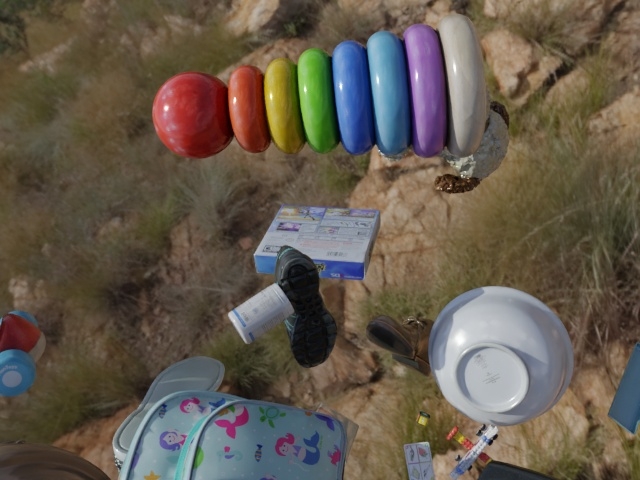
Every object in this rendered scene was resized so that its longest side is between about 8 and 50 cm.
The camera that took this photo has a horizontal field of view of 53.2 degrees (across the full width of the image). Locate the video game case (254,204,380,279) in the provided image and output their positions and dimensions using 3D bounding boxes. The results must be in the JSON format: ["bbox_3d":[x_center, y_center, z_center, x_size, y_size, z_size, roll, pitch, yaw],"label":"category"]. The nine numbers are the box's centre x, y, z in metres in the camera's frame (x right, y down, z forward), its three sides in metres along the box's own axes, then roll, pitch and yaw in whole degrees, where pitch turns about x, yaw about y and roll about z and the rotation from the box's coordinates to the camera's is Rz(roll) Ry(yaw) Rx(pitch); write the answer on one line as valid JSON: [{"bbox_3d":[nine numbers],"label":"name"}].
[{"bbox_3d":[0.000,0.000,1.598,0.269,0.061,0.244,4,34,14],"label":"video game case"}]

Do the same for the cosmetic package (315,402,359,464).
[{"bbox_3d":[-0.004,0.543,1.639,0.129,0.296,0.153,31,93,8],"label":"cosmetic package"}]

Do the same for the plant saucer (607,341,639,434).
[{"bbox_3d":[0.649,0.305,1.327,0.067,0.018,0.192,38,63,-1],"label":"plant saucer"}]

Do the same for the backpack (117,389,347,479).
[{"bbox_3d":[-0.100,0.284,0.718,0.253,0.191,0.225,15,55,-9],"label":"backpack"}]

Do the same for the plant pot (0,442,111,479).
[{"bbox_3d":[-0.234,0.289,0.494,0.109,0.237,0.238,4,64,41],"label":"plant pot"}]

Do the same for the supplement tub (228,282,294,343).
[{"bbox_3d":[-0.110,0.136,1.187,0.107,0.071,0.071,-32,49,-13],"label":"supplement tub"}]

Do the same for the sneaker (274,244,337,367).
[{"bbox_3d":[-0.034,0.130,1.276,0.101,0.268,0.106,-16,26,-15],"label":"sneaker"}]

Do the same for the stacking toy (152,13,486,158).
[{"bbox_3d":[-0.008,-0.136,0.653,0.329,0.141,0.141,-7,57,5],"label":"stacking toy"}]

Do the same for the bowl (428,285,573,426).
[{"bbox_3d":[0.347,0.251,1.273,0.297,0.134,0.298,4,102,20],"label":"bowl"}]

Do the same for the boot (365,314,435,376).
[{"bbox_3d":[0.193,0.209,1.439,0.112,0.305,0.115,20,76,33],"label":"boot"}]

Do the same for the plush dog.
[{"bbox_3d":[0.261,-0.214,1.176,0.262,0.225,0.210,-53,26,-12],"label":"plush dog"}]

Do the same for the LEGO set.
[{"bbox_3d":[0.250,0.436,1.184,0.182,0.060,0.245,-10,88,11],"label":"LEGO set"}]

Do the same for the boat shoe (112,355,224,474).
[{"bbox_3d":[-0.265,0.313,1.134,0.114,0.091,0.302,15,25,19],"label":"boat shoe"}]

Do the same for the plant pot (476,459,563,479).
[{"bbox_3d":[0.238,0.360,0.709,0.167,0.187,0.188,24,70,44],"label":"plant pot"}]

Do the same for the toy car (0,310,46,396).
[{"bbox_3d":[-0.622,0.161,1.089,0.210,0.238,0.219,-35,25,-9],"label":"toy car"}]

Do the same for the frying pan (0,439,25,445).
[{"bbox_3d":[-0.651,0.490,1.277,0.053,0.326,0.197,29,64,-3],"label":"frying pan"}]
